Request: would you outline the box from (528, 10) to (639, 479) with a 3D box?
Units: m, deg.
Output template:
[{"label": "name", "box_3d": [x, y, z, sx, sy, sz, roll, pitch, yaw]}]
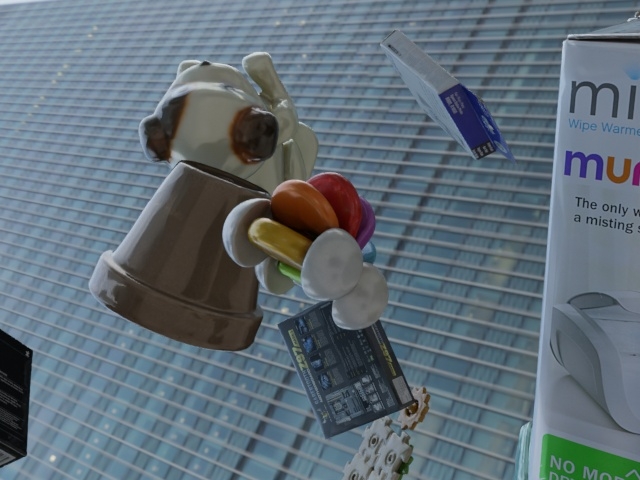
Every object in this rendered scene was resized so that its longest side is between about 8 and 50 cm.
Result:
[{"label": "box", "box_3d": [0.215, -0.002, 0.463, 0.262, 0.127, 0.231, -24, -60, -51]}]

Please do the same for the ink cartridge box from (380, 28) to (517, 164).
[{"label": "ink cartridge box", "box_3d": [0.215, -0.225, 1.496, 0.045, 0.224, 0.223, -43, -37, 3]}]

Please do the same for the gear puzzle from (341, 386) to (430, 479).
[{"label": "gear puzzle", "box_3d": [0.114, 0.421, 1.662, 0.044, 0.175, 0.338, 28, -90, -22]}]

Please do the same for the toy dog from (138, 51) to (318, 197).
[{"label": "toy dog", "box_3d": [-0.184, -0.155, 1.610, 0.408, 0.285, 0.395, 74, -154, -71]}]

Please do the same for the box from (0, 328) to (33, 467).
[{"label": "box", "box_3d": [-0.509, 0.175, 1.182, 0.261, 0.103, 0.184, 49, -158, -42]}]

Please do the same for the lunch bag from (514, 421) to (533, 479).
[{"label": "lunch bag", "box_3d": [0.324, 0.373, 1.120, 0.224, 0.108, 0.279, -61, -47, -65]}]

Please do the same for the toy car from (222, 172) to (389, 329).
[{"label": "toy car", "box_3d": [0.000, 0.000, 0.952, 0.136, 0.159, 0.182, -59, -34, -13]}]

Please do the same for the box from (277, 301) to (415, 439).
[{"label": "box", "box_3d": [0.042, 0.218, 1.604, 0.059, 0.183, 0.232, -9, -108, -55]}]

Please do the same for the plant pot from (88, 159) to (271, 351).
[{"label": "plant pot", "box_3d": [-0.184, 0.009, 1.336, 0.263, 0.263, 0.229, 13, -79, -49]}]
